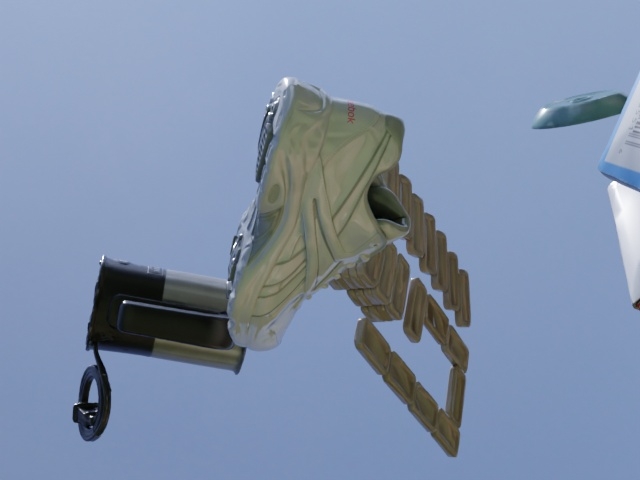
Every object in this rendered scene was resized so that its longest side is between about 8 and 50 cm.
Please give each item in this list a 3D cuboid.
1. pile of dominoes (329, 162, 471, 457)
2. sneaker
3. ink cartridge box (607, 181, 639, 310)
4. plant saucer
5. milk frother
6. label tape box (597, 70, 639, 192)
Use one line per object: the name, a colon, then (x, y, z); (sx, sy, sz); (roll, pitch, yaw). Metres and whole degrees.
pile of dominoes: (0.077, 0.062, 1.155); (0.251, 0.040, 0.196); (52, -140, -48)
sneaker: (0.000, 0.000, 0.868); (0.090, 0.115, 0.232); (-87, 11, -46)
ink cartridge box: (0.403, 0.077, 1.065); (0.309, 0.130, 0.272); (41, -153, -16)
plant saucer: (0.289, -0.147, 1.384); (0.119, 0.119, 0.021); (-23, -76, -42)
milk frother: (-0.135, 0.099, 1.070); (0.135, 0.129, 0.143); (10, -71, -8)
label tape box: (0.393, -0.092, 0.849); (0.334, 0.106, 0.240); (20, -83, -13)
